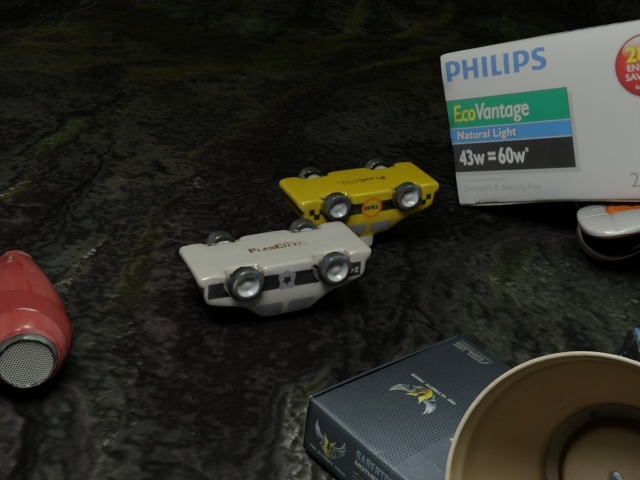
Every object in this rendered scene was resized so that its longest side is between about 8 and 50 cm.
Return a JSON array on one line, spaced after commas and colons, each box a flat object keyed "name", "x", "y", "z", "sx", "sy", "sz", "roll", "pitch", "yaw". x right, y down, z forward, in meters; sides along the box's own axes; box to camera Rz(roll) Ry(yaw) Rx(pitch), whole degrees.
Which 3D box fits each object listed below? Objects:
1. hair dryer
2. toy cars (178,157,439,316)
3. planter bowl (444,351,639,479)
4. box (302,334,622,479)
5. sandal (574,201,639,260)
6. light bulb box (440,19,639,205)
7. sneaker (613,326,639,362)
[{"name": "hair dryer", "x": -0.324, "y": 0.078, "z": 0.706, "sx": 0.224, "sy": 0.080, "sz": 0.293, "roll": 13, "pitch": 26, "yaw": 15}, {"name": "toy cars", "x": 0.000, "y": 0.000, "z": 0.958, "sx": 0.176, "sy": 0.087, "sz": 0.394, "roll": 13, "pitch": 29, "yaw": 24}, {"name": "planter bowl", "x": 0.169, "y": 0.148, "z": 0.497, "sx": 0.162, "sy": 0.162, "sz": 0.109, "roll": 22, "pitch": 4, "yaw": 29}, {"name": "box", "x": 0.128, "y": 0.173, "z": 0.648, "sx": 0.183, "sy": 0.059, "sz": 0.233, "roll": -15, "pitch": 34, "yaw": -37}, {"name": "sandal", "x": 0.387, "y": -0.014, "z": 1.090, "sx": 0.102, "sy": 0.076, "sz": 0.265, "roll": -5, "pitch": 9, "yaw": 15}, {"name": "light bulb box", "x": 0.424, "y": -0.193, "z": 1.185, "sx": 0.358, "sy": 0.225, "sz": 0.361, "roll": 2, "pitch": 16, "yaw": 44}, {"name": "sneaker", "x": 0.309, "y": 0.158, "z": 0.726, "sx": 0.087, "sy": 0.083, "sz": 0.221, "roll": 17, "pitch": 29, "yaw": -10}]
